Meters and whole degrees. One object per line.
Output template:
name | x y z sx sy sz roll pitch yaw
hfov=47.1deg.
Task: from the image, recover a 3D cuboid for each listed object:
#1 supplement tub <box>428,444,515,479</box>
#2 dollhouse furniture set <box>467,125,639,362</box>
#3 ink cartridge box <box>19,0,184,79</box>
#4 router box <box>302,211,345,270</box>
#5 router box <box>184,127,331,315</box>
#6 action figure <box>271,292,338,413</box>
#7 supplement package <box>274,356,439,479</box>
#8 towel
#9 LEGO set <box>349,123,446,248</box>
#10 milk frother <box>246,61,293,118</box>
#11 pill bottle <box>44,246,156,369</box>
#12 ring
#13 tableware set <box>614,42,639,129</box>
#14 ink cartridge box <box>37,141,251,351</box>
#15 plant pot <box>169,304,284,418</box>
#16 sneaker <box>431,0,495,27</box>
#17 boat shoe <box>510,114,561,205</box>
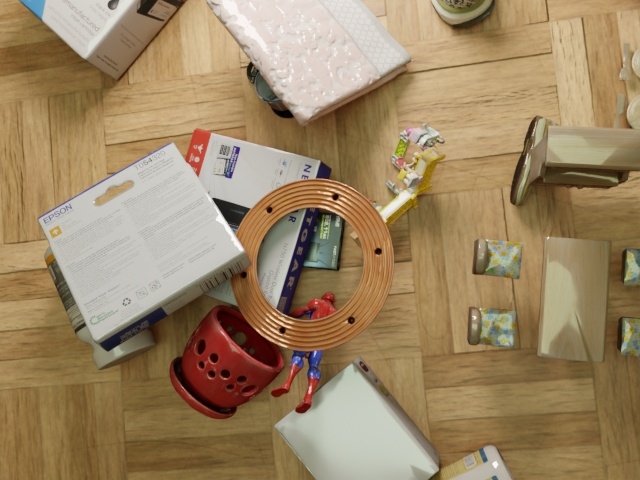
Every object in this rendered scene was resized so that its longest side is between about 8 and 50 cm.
supplement tub | 0.281 0.501 1.420 0.199 0.144 0.144 -28 82 7
dollhouse furniture set | 0.461 0.018 1.303 0.362 0.256 0.394 4 88 8
ink cartridge box | -0.452 -0.607 1.615 0.285 0.166 0.395 42 93 10
router box | 0.000 0.000 1.558 0.092 0.038 0.122 6 87 11
router box | -0.168 -0.039 1.547 0.301 0.082 0.335 16 89 19
action figure | -0.039 0.221 1.485 0.091 0.280 0.139 39 136 -15
supplement package | 0.078 0.399 1.463 0.204 0.145 0.262 -40 81 5
towel | -0.017 -0.424 1.501 0.317 0.053 0.332 -32 79 -30
LEGO set | 0.147 -0.121 1.511 0.107 0.132 0.287 46 118 26
milk frother | -0.107 -0.339 1.552 0.143 0.135 0.129 9 87 10
pill bottle | -0.465 0.122 1.568 0.162 0.162 0.278 -27 82 7
ring | -0.019 0.046 1.424 0.336 0.032 0.337 -3 81 18
tableware set | 0.664 -0.301 1.466 0.128 0.039 0.194 6 81 22
ink cartridge box | -0.353 0.003 1.459 0.324 0.071 0.330 -31 59 -8
plant pot | -0.196 0.257 1.501 0.191 0.191 0.174 41 100 10
sneaker | 0.243 -0.651 1.490 0.158 0.182 0.410 -25 82 7
boat shoe | 0.440 -0.155 1.482 0.072 0.068 0.190 18 89 -1
